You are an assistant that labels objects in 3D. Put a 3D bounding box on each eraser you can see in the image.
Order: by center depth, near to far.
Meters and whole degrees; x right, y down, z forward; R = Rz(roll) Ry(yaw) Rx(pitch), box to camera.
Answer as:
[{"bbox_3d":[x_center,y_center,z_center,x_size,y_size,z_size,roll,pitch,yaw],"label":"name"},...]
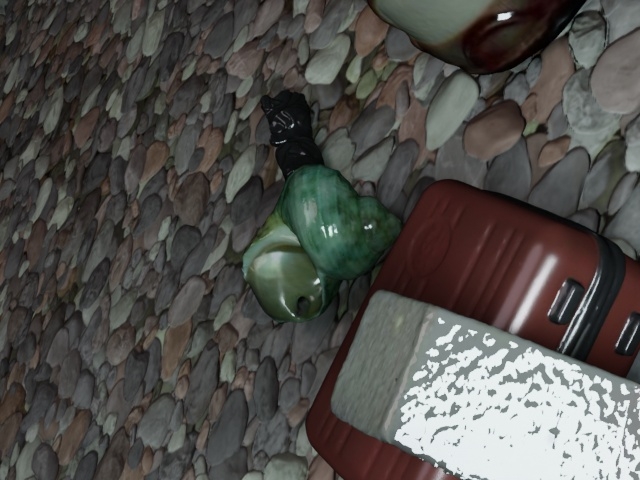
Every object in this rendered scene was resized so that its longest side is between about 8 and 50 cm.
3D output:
[{"bbox_3d":[0.180,0.145,0.868,0.077,0.352,0.111,51,-120,-80],"label":"eraser"}]

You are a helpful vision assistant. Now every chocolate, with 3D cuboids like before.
[{"bbox_3d":[0.152,-0.334,1.266,0.283,0.186,0.284,-25,52,36],"label":"chocolate"}]

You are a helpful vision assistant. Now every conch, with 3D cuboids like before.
[{"bbox_3d":[0.000,0.001,1.364,0.188,0.121,0.176,-18,75,54],"label":"conch"}]

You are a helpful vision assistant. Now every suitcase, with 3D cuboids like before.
[{"bbox_3d":[0.136,0.109,1.038,0.236,0.161,0.297,32,98,58],"label":"suitcase"}]

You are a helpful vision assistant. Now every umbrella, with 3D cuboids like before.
[{"bbox_3d":[-0.026,-0.111,1.542,0.066,0.059,0.236,-16,46,-2],"label":"umbrella"}]
